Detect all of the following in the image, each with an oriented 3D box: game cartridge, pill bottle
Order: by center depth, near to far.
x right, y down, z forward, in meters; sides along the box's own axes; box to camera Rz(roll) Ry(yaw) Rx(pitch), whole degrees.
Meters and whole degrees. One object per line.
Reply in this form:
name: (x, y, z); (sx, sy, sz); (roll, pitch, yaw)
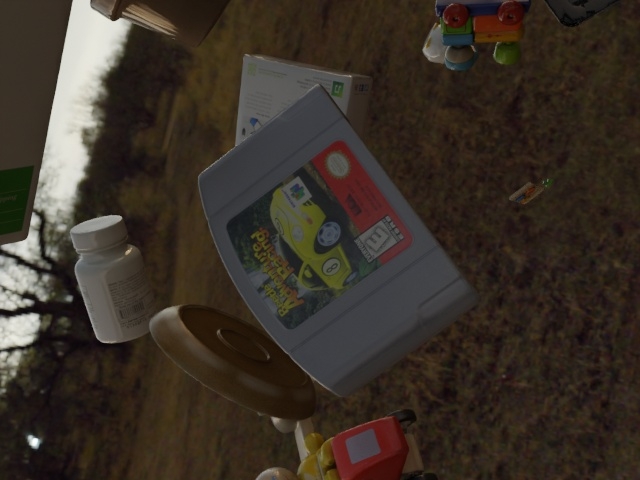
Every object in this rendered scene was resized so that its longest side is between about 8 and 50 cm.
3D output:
game cartridge: (0.000, 0.000, 0.774); (0.196, 0.060, 0.294); (-38, 68, 10)
pill bottle: (-0.408, 0.074, 1.479); (0.131, 0.131, 0.229); (-125, 22, -70)

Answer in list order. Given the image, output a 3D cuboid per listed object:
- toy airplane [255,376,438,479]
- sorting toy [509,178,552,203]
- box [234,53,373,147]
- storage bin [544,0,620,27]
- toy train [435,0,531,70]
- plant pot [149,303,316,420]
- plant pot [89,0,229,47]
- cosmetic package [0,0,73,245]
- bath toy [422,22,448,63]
toy airplane: (-0.007, 0.444, 1.331); (0.386, 0.273, 0.384); (17, 101, 58)
sorting toy: (0.436, -0.102, 1.545); (0.083, 0.062, 0.012); (-40, 57, 31)
box: (-0.043, -0.115, 1.181); (0.232, 0.058, 0.321); (23, 111, 38)
storage bin: (0.405, -0.409, 1.079); (0.180, 0.122, 0.084); (-27, 22, 47)
toy train: (0.322, -0.359, 1.258); (0.143, 0.248, 0.105); (76, -160, -47)
plant pot: (-0.101, 0.143, 0.946); (0.032, 0.236, 0.236); (-59, 18, 7)
plant pot: (-0.314, -0.525, 1.567); (0.263, 0.229, 0.263); (-50, 15, 19)
cosmetic package: (-0.386, -0.173, 0.751); (0.197, 0.155, 0.365); (-21, -42, -55)
bath toy: (0.370, -0.586, 1.830); (0.151, 0.129, 0.348); (-132, 66, -86)
